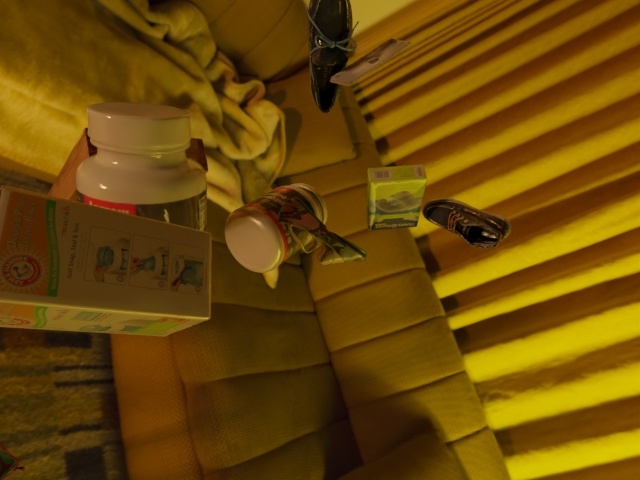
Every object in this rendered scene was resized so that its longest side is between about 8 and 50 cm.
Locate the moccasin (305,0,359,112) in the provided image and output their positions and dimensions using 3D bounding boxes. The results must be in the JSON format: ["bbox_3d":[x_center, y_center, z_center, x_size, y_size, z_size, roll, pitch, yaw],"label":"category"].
[{"bbox_3d":[0.035,-0.497,1.139,0.341,0.138,0.116,86,-3,-53],"label":"moccasin"}]

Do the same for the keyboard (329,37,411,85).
[{"bbox_3d":[0.138,-0.485,1.161,0.072,0.256,0.014,34,-26,35],"label":"keyboard"}]

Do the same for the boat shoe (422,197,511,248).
[{"bbox_3d":[0.282,-0.038,0.864,0.083,0.184,0.065,-28,128,-49],"label":"boat shoe"}]

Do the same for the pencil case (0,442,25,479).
[{"bbox_3d":[-0.447,0.248,0.546,0.070,0.064,0.151,-25,77,-41],"label":"pencil case"}]

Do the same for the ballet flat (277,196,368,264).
[{"bbox_3d":[0.000,0.000,0.892,0.222,0.079,0.077,37,-8,-24],"label":"ballet flat"}]

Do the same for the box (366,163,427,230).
[{"bbox_3d":[0.149,-0.078,0.875,0.178,0.109,0.042,82,5,-56],"label":"box"}]

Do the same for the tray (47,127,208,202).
[{"bbox_3d":[-0.420,-0.097,0.881,0.203,0.411,0.076,-5,79,-43],"label":"tray"}]

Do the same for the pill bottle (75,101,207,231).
[{"bbox_3d":[-0.262,-0.035,0.646,0.176,0.177,0.318,-71,169,-65],"label":"pill bottle"}]

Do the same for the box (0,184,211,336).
[{"bbox_3d":[-0.232,0.035,0.446,0.203,0.114,0.103,16,61,-41],"label":"box"}]

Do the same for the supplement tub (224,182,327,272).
[{"bbox_3d":[-0.120,-0.045,1.229,0.272,0.191,0.191,-39,104,-49],"label":"supplement tub"}]
